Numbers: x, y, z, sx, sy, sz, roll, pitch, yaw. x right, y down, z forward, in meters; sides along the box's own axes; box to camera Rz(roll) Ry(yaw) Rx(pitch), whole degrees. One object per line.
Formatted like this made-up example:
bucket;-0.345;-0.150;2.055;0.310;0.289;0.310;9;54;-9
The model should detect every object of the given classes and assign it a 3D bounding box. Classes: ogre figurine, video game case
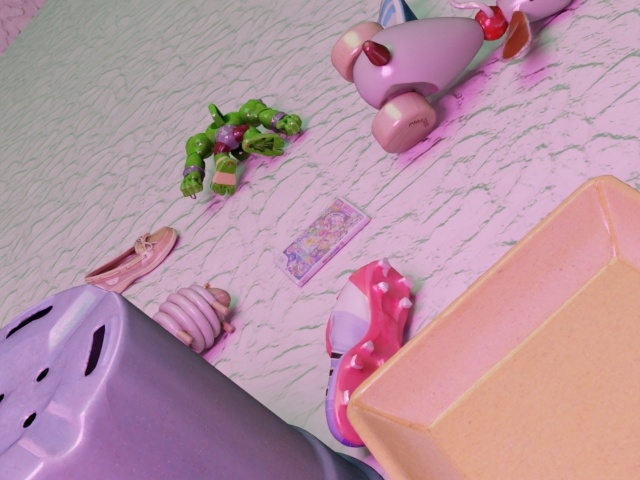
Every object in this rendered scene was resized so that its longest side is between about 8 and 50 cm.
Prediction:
ogre figurine;-0.129;-0.149;1.723;0.197;0.097;0.118;-46;39;15
video game case;0.000;0.000;1.450;0.122;0.011;0.087;-44;29;-3

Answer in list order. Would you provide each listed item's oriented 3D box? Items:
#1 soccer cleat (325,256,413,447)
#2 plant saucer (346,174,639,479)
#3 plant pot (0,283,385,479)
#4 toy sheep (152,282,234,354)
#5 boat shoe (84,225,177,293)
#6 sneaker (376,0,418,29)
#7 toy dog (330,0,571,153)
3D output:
soccer cleat;0.040;0.121;1.183;0.095;0.083;0.248;-40;24;37
plant saucer;0.214;0.127;0.951;0.333;0.081;0.333;-42;30;0
plant pot;-0.156;0.235;0.996;0.341;0.334;0.341;-30;31;20
toy sheep;-0.165;0.103;1.437;0.132;0.091;0.091;-36;24;-29
boat shoe;-0.281;0.026;1.715;0.153;0.048;0.056;-37;30;9
sneaker;0.099;-0.280;1.631;0.092;0.087;0.229;-31;29;22
toy dog;0.157;-0.269;1.435;0.220;0.161;0.334;35;82;18
